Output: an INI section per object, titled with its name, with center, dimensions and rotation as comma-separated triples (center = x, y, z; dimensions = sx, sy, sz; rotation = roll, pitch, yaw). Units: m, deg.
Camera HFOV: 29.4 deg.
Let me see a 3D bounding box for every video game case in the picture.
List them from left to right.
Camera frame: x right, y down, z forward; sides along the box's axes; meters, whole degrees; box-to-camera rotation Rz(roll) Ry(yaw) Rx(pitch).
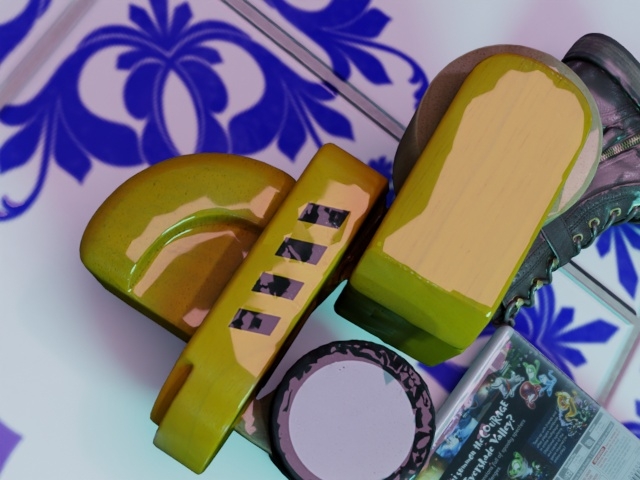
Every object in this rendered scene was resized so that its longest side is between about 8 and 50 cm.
[video game case]
center = 0.144, 0.189, 0.892
dimensions = 0.173, 0.022, 0.190
rotation = 41, 74, -9

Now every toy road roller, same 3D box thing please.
[toy road roller]
center = 0.000, 0.000, 0.779
dimensions = 0.240, 0.202, 0.329
rotation = 33, 80, 2

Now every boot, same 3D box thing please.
[boot]
center = 0.205, -0.013, 0.954
dimensions = 0.229, 0.091, 0.263
rotation = -43, 91, -20
